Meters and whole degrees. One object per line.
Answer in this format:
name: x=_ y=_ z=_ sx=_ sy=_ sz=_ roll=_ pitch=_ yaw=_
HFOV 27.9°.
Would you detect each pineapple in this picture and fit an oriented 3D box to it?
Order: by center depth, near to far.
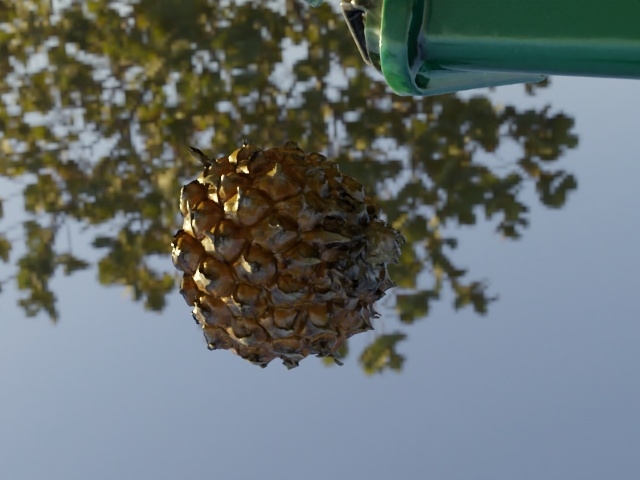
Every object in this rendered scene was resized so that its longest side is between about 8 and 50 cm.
pineapple: x=0.000 y=0.004 z=0.887 sx=0.137 sy=0.176 sz=0.161 roll=-8 pitch=-125 yaw=38

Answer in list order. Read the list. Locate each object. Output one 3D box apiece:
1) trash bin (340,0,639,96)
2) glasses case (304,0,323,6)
trash bin: x=0.229 y=-0.223 z=0.799 sx=0.381 sy=0.295 sz=0.259 roll=12 pitch=-165 yaw=30
glasses case: x=-0.101 y=-0.329 z=1.225 sx=0.272 sy=0.062 sz=0.095 roll=39 pitch=-170 yaw=12
